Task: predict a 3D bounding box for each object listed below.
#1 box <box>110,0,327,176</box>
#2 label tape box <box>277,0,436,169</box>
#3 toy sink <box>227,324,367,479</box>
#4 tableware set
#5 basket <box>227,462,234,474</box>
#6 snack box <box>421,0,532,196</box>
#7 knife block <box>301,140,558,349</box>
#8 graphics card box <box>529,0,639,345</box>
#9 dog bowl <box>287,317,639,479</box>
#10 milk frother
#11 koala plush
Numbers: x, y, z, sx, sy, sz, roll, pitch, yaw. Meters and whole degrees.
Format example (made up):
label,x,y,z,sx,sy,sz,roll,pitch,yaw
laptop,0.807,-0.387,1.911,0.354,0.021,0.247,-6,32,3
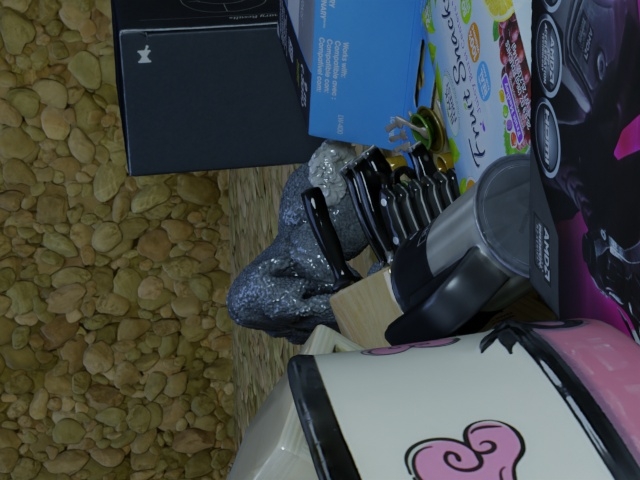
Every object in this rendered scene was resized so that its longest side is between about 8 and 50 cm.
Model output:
label,x,y,z,sx,sy,sz,roll,pitch,yaw
box,-0.151,-0.273,1.739,0.395,0.293,0.212,-113,21,-61
label tape box,0.030,-0.245,1.281,0.334,0.105,0.241,-106,15,-49
toy sink,0.059,0.189,0.826,0.131,0.234,0.153,-56,5,28
tableware set,0.096,-0.074,1.154,0.104,0.024,0.154,69,162,-3
basket,0.069,0.285,1.120,0.223,0.213,0.299,40,152,30
snack box,0.138,-0.127,0.844,0.174,0.070,0.207,109,155,-64
knife block,0.069,0.067,0.974,0.242,0.088,0.276,38,133,41
graphics card box,0.193,-0.010,0.509,0.371,0.094,0.233,-113,17,-63
dog bowl,0.128,0.217,0.546,0.408,0.150,0.408,157,90,-89
milk frother,0.127,0.039,0.781,0.129,0.143,0.135,-66,9,-26
koala plush,0.000,0.000,1.384,0.196,0.203,0.221,121,156,-71
